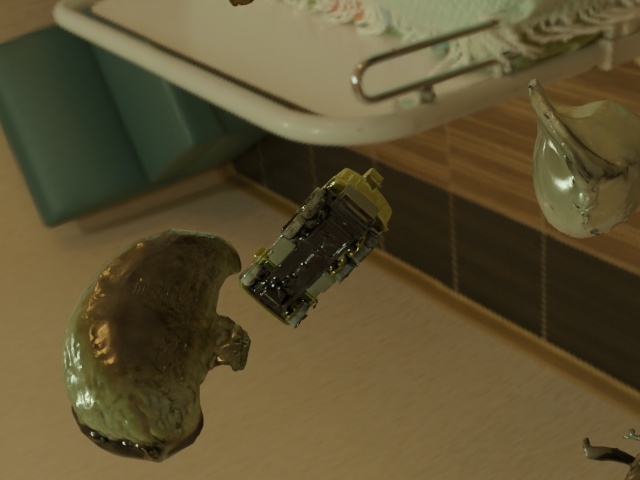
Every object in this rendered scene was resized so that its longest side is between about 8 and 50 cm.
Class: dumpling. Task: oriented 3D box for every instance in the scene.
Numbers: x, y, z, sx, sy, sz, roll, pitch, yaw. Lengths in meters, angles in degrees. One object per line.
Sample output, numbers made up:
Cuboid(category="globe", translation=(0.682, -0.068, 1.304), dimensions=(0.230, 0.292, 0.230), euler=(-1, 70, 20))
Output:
Cuboid(category="dumpling", translation=(0.268, -0.095, 1.023), dimensions=(0.172, 0.142, 0.247), euler=(54, -169, 19))

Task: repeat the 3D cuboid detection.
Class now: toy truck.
Cuboid(category="toy truck", translation=(0.000, 0.000, 1.493), dimensions=(0.124, 0.157, 0.272), euler=(41, 131, -3))

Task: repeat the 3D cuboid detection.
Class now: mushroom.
Cuboid(category="mushroom", translation=(-0.204, 0.107, 1.248), dimensions=(0.247, 0.344, 0.130), euler=(3, 138, 22))

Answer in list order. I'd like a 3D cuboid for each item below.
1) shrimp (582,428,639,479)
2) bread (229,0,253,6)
Cuboid(category="shrimp", translation=(0.298, 0.216, 0.828), dimensions=(0.116, 0.343, 0.145), euler=(46, 148, -13))
Cuboid(category="bread", translation=(-0.058, -0.420, 1.302), dimensions=(0.088, 0.233, 0.160), euler=(38, 143, 33))
